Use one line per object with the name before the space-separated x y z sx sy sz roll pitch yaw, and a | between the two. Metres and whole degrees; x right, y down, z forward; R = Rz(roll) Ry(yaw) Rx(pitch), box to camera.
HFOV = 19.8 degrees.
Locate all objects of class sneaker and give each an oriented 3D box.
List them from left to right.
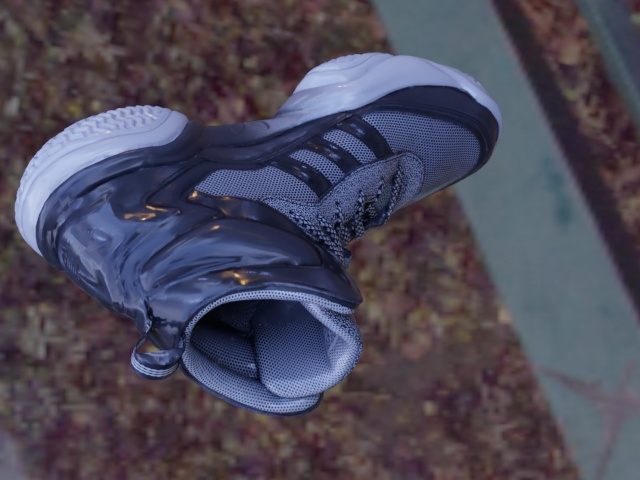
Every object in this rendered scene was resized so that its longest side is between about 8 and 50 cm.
sneaker | 0.000 0.000 0.886 0.153 0.268 0.101 55 143 33
